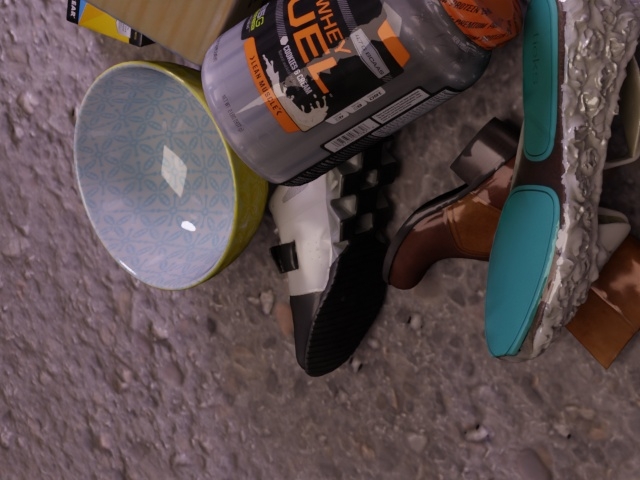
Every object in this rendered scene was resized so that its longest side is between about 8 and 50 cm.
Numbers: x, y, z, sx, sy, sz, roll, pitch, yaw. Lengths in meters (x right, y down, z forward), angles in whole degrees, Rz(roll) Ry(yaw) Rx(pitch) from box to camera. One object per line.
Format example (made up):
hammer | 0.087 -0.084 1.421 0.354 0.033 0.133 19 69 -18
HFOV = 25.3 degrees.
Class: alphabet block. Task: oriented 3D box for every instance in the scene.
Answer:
alphabet block | -0.150 -0.353 1.650 0.193 0.192 0.197 29 122 1

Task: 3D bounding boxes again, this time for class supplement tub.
supplement tub | 0.044 -0.206 1.520 0.316 0.193 0.193 -30 87 28

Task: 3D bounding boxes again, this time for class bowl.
bowl | -0.157 -0.093 1.780 0.289 0.156 0.289 15 113 39

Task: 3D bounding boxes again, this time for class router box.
router box | -0.261 -0.355 1.842 0.133 0.046 0.178 22 117 28

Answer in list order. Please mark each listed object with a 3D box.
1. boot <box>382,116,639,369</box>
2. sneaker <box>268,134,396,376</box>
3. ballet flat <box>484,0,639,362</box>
boot | 0.233 0.037 1.622 0.280 0.096 0.264 42 118 8
sneaker | 0.000 0.000 1.744 0.146 0.122 0.330 23 112 39
ballet flat | 0.267 -0.066 1.470 0.147 0.147 0.408 11 98 32
